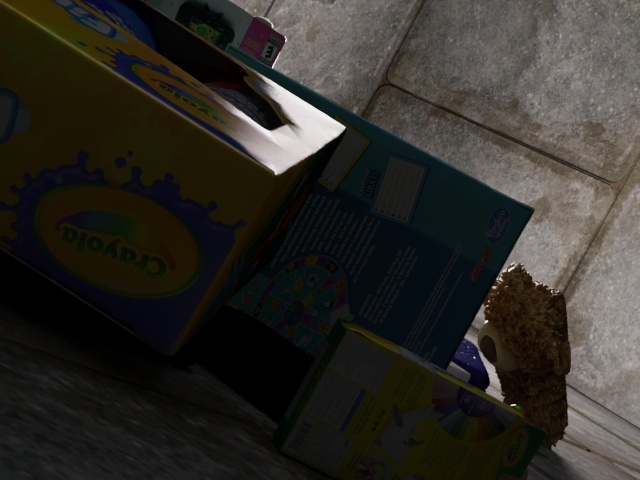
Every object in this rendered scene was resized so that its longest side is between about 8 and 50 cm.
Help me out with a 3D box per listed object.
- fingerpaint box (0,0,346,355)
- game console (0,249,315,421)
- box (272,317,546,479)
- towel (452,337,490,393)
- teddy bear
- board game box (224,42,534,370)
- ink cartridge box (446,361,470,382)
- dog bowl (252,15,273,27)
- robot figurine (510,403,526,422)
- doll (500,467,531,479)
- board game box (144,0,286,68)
[{"bbox_3d":[-0.222,-0.129,1.144,0.445,0.163,0.371,32,13,3],"label":"fingerpaint box"},{"bbox_3d":[-0.113,0.073,1.138,0.213,0.044,0.361,31,4,42],"label":"game console"},{"bbox_3d":[0.068,0.142,1.044,0.179,0.105,0.043,29,4,-13],"label":"box"},{"bbox_3d":[0.072,0.121,1.896,0.308,0.076,0.227,29,10,-5],"label":"towel"},{"bbox_3d":[0.266,0.155,1.894,0.113,0.245,0.338,-6,-4,5],"label":"teddy bear"},{"bbox_3d":[0.000,0.000,1.398,0.336,0.254,0.079,29,2,2],"label":"board game box"},{"bbox_3d":[0.074,0.135,1.659,0.181,0.061,0.104,27,3,-36],"label":"ink cartridge box"},{"bbox_3d":[-0.170,-0.168,2.074,0.102,0.349,0.349,16,-1,17],"label":"dog bowl"},{"bbox_3d":[0.160,0.192,1.424,0.101,0.067,0.115,-9,-22,38],"label":"robot figurine"},{"bbox_3d":[0.132,0.197,1.277,0.129,0.046,0.189,19,-2,-8],"label":"doll"},{"bbox_3d":[-0.194,-0.147,1.619,0.097,0.303,0.224,31,4,35],"label":"board game box"}]
